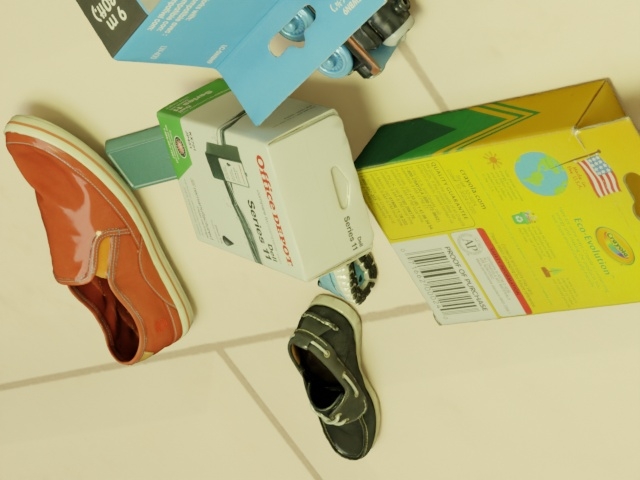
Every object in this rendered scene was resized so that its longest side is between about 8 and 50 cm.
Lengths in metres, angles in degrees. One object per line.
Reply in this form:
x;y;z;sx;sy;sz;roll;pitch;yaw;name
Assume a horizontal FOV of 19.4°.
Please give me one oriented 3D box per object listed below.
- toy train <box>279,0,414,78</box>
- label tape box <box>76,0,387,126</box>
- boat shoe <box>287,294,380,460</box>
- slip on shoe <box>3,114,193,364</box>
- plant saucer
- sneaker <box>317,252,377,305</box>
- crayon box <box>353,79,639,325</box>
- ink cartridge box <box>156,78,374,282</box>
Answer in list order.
0.006;-0.226;1.683;0.184;0.080;0.105;46;134;-12;toy train
-0.124;-0.273;1.621;0.334;0.106;0.240;57;141;6;label tape box
0.010;0.167;2.080;0.084;0.079;0.233;12;137;25;boat shoe
-0.255;0.002;2.076;0.123;0.101;0.331;5;133;46;slip on shoe
-0.151;-0.093;1.978;0.192;0.018;0.067;-11;122;43;plant saucer
0.000;0.000;1.928;0.073;0.063;0.162;10;135;33;sneaker
0.205;-0.031;1.732;0.318;0.081;0.202;-8;124;42;crayon box
-0.054;-0.060;1.814;0.208;0.087;0.153;18;131;54;ink cartridge box
